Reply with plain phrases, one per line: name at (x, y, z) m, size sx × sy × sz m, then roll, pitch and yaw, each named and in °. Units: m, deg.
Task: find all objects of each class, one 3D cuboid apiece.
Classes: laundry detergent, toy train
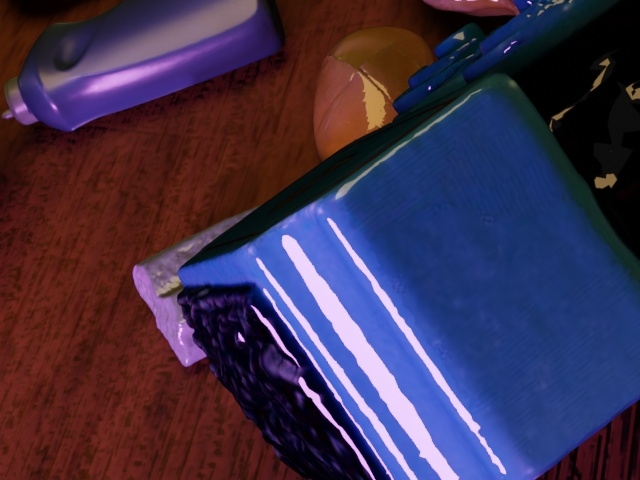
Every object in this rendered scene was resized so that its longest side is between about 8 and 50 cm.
laundry detergent at (-0.129, -0.131, 1.287) m, size 0.206 × 0.061 × 0.096 m, roll -23°, pitch 48°, yaw 5°
toy train at (0.072, 0.005, 0.869) m, size 0.265 × 0.188 × 0.300 m, roll -36°, pitch 4°, yaw -12°

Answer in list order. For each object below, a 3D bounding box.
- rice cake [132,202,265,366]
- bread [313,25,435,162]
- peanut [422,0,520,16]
rice cake at (0.000, 0.000, 1.091) m, size 0.226 × 0.040 × 0.085 m, roll -25°, pitch 40°, yaw 0°
bread at (0.032, -0.092, 1.162) m, size 0.082 × 0.056 × 0.115 m, roll -10°, pitch 42°, yaw 19°
peanut at (0.136, -0.191, 1.166) m, size 0.147 × 0.147 × 0.305 m, roll -41°, pitch 46°, yaw -18°
